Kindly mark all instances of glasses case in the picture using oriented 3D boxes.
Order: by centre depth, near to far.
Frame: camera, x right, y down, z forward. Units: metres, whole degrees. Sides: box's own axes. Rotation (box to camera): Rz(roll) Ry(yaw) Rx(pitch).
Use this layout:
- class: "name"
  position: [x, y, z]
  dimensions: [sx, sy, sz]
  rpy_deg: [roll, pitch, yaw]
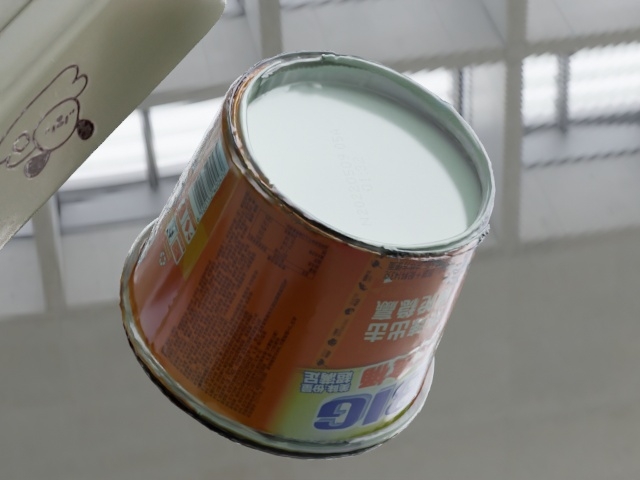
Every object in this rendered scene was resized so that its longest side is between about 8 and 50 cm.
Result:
- class: "glasses case"
  position: [-0.197, -0.094, 1.098]
  dimensions: [0.313, 0.070, 0.131]
  rpy_deg: [-47, -24, -11]

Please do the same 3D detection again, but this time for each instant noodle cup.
- class: "instant noodle cup"
  position: [0.000, 0.000, 1.368]
  dimensions: [0.296, 0.296, 0.214]
  rpy_deg: [10, -46, -19]
